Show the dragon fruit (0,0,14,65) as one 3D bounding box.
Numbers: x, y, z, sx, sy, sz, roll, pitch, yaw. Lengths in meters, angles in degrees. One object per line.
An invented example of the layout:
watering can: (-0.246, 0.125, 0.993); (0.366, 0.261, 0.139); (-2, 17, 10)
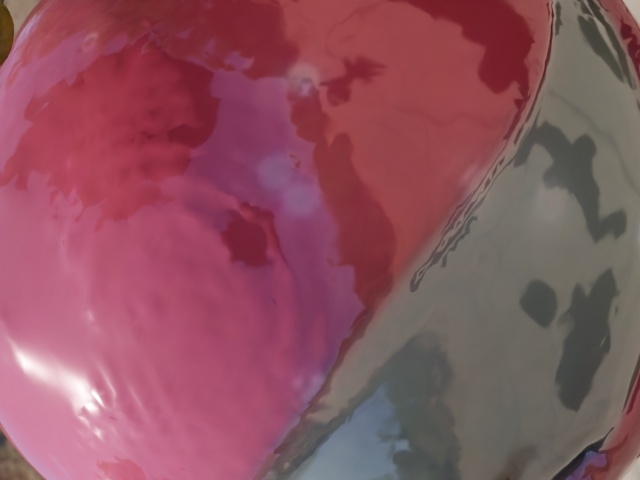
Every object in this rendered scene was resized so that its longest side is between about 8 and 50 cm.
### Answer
dragon fruit: (-0.173, -0.077, 0.498); (0.207, 0.150, 0.133); (-33, 66, 57)

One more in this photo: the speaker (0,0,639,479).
speaker: (0.000, 0.000, 0.632); (0.294, 0.294, 0.294); (161, 90, -83)
